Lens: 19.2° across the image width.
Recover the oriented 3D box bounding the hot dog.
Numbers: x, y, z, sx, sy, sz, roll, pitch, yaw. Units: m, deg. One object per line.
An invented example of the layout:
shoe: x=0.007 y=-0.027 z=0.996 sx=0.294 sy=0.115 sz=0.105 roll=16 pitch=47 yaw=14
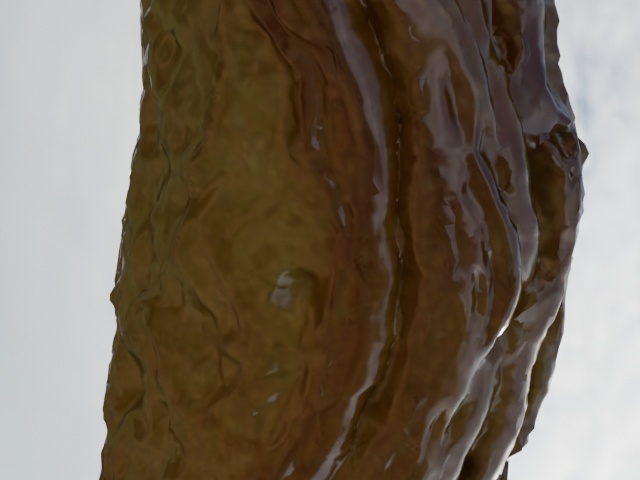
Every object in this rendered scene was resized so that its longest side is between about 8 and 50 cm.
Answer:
hot dog: x=0.003 y=-0.002 z=0.471 sx=0.175 sy=0.114 sz=0.259 roll=-96 pitch=-169 yaw=-69
